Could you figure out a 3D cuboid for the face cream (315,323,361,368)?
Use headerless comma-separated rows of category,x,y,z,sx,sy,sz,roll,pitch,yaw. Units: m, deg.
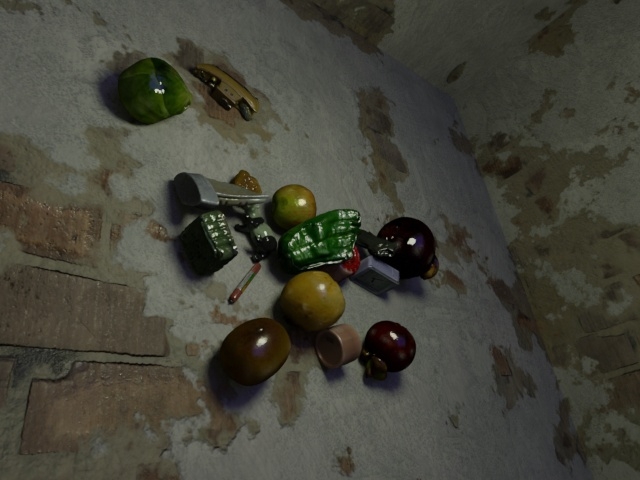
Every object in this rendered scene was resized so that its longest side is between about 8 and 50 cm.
face cream,0.065,0.393,1.731,0.104,0.149,0.149,-6,68,-45

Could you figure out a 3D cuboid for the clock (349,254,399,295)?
clock,0.244,0.158,2.075,0.193,0.144,0.073,31,46,-25

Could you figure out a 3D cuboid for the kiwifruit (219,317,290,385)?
kiwifruit,-0.200,0.346,1.471,0.234,0.196,0.196,-23,80,-48

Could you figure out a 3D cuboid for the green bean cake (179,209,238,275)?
green bean cake,-0.379,0.010,1.545,0.094,0.173,0.181,-16,77,-49

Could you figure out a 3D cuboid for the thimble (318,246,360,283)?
thimble,0.078,0.086,1.979,0.163,0.125,0.190,40,42,-21

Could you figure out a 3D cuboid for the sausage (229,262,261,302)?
sausage,-0.269,0.149,1.666,0.029,0.029,0.223,45,41,-11

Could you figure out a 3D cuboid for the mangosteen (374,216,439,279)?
mangosteen,0.421,0.050,2.212,0.347,0.307,0.307,34,43,-34

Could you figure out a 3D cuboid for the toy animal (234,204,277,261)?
toy animal,-0.243,-0.040,1.773,0.121,0.094,0.225,-21,79,-50

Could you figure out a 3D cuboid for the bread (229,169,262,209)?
bread,-0.301,-0.200,1.847,0.128,0.069,0.140,34,45,-24

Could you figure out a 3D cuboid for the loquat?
loquat,-0.033,0.226,1.697,0.244,0.244,0.244,25,48,-31

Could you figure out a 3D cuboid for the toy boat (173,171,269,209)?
toy boat,-0.385,-0.176,1.670,0.276,0.111,0.293,27,18,30

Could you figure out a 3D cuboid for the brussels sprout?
brussels sprout,-0.601,-0.546,1.699,0.271,0.210,0.219,-2,69,-63

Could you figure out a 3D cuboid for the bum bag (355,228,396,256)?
bum bag,0.206,0.007,2.093,0.142,0.326,0.080,-23,124,-34

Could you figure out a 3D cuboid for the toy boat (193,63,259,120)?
toy boat,-0.415,-0.653,2.037,0.321,0.089,0.121,36,55,-21

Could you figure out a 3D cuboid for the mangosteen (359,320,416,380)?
mangosteen,0.262,0.452,1.865,0.215,0.215,0.257,42,72,-15

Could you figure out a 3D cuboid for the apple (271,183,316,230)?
apple,-0.112,-0.132,1.891,0.196,0.196,0.196,25,48,-31

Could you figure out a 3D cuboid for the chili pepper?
chili pepper,-0.003,0.004,1.836,0.385,0.167,0.213,-24,105,-23
